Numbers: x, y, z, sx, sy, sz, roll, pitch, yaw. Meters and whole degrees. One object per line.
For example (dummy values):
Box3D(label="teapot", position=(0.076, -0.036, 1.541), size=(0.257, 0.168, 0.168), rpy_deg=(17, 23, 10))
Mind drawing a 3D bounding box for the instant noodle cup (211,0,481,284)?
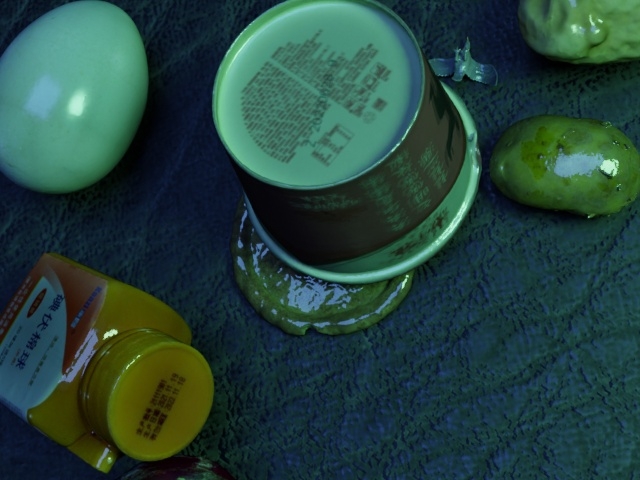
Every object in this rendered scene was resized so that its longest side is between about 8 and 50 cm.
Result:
Box3D(label="instant noodle cup", position=(0.017, -0.097, 0.884), size=(0.234, 0.178, 0.235), rpy_deg=(-5, 70, 13))

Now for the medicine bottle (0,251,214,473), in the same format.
Box3D(label="medicine bottle", position=(-0.198, 0.110, 0.895), size=(0.222, 0.112, 0.149), rpy_deg=(16, 72, 48))

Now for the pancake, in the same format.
Box3D(label="pancake", position=(0.000, 0.000, 0.969), size=(0.199, 0.021, 0.199), rpy_deg=(-4, 74, 15))

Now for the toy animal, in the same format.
Box3D(label="toy animal", position=(0.137, -0.177, 0.977), size=(0.084, 0.028, 0.050), rpy_deg=(16, 88, 17))

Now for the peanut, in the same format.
Box3D(label="peanut", position=(0.320, -0.260, 0.894), size=(0.313, 0.152, 0.152), rpy_deg=(-34, 70, 10))

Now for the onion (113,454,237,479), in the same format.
Box3D(label="onion", position=(-0.164, 0.265, 0.850), size=(0.218, 0.140, 0.195), rpy_deg=(24, 93, -10))

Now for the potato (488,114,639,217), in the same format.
Box3D(label="potato", position=(0.220, -0.068, 0.904), size=(0.137, 0.070, 0.092), rpy_deg=(11, 77, 17))

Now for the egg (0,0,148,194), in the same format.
Box3D(label="egg", position=(-0.251, -0.145, 1.007), size=(0.151, 0.151, 0.209), rpy_deg=(18, 72, 18))
